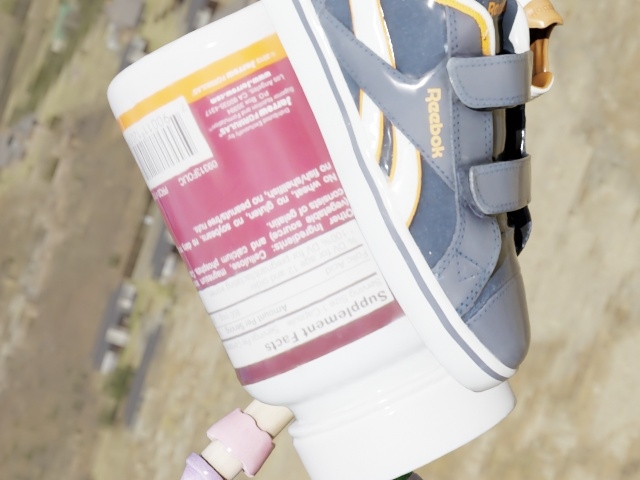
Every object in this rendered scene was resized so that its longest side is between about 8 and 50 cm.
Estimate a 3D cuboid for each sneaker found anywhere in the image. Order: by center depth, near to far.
[{"bbox_3d":[0.071,-0.073,1.050,0.127,0.321,0.126,-24,3,18],"label":"sneaker"},{"bbox_3d":[0.204,-0.177,2.179,0.123,0.106,0.290,47,132,32],"label":"sneaker"}]

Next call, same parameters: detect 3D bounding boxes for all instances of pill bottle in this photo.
[{"bbox_3d":[0.000,0.000,1.512,0.392,0.224,0.224,65,157,-2],"label":"pill bottle"}]

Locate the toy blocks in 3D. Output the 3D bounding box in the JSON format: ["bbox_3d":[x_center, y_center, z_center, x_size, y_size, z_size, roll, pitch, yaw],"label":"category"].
[{"bbox_3d":[0.009,0.334,1.790,0.260,0.288,0.309,-45,57,-12],"label":"toy blocks"}]
